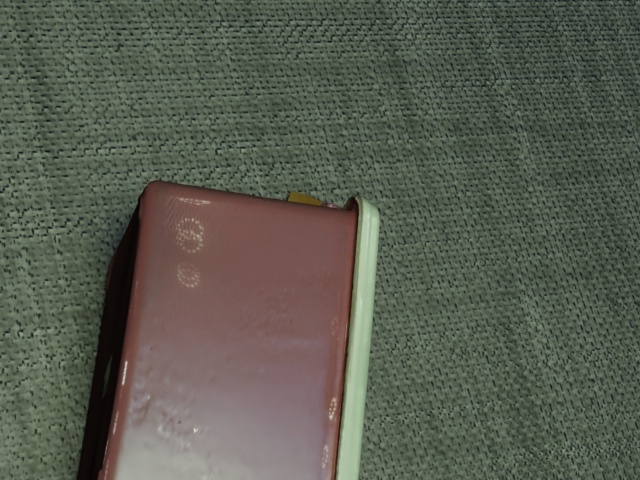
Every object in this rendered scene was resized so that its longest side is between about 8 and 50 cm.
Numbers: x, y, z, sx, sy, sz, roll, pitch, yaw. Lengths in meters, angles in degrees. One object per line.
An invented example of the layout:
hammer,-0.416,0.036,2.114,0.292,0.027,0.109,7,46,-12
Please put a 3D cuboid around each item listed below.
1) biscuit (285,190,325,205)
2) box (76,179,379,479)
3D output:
biscuit,0.000,0.000,1.321,0.082,0.016,0.092,-20,79,-30
box,-0.070,0.106,1.141,0.167,0.193,0.294,13,63,-14
